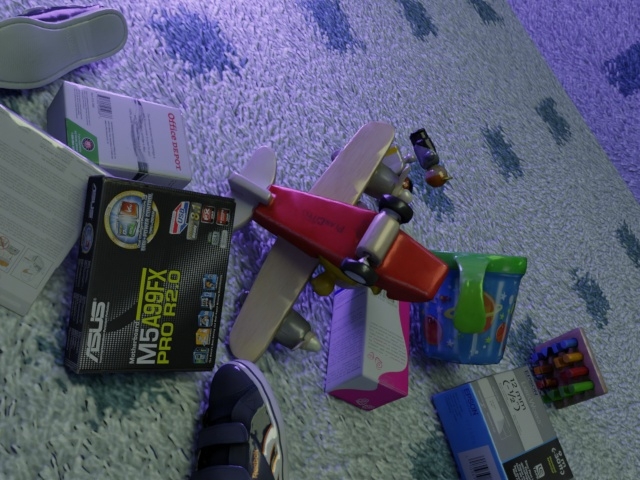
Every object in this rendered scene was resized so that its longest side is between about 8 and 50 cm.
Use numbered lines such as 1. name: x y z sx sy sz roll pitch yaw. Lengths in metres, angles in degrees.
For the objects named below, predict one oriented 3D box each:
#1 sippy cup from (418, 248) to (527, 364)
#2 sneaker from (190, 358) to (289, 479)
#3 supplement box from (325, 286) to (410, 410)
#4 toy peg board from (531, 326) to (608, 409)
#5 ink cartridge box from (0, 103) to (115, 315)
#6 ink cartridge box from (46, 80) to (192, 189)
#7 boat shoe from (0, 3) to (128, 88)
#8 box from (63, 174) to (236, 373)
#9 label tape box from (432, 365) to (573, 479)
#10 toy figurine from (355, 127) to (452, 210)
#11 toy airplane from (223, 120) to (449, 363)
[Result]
1. sippy cup: 0.300 0.136 1.396 0.305 0.240 0.224 4 91 -45
2. sneaker: -0.120 0.329 0.964 0.127 0.126 0.321 6 62 -47
3. supplement box: 0.092 0.188 1.265 0.111 0.114 0.220 30 46 -26
4. toy peg board: 0.573 0.311 1.613 0.079 0.161 0.161 -3 66 -28
5. ink cartridge box: -0.430 -0.043 0.941 0.189 0.066 0.232 34 83 -21
6. ink cartridge box: -0.329 -0.157 1.111 0.208 0.087 0.153 8 59 -39
7. boat shoe: -0.456 -0.321 1.102 0.302 0.091 0.115 -31 131 -50
8. box: -0.243 0.055 0.986 0.216 0.060 0.270 9 88 -41
9. label tape box: 0.418 0.404 1.432 0.347 0.115 0.249 -3 66 -42
10. toy figurine: 0.152 -0.132 1.458 0.213 0.209 0.148 -16 82 -46
11. toy airplane: 0.000 0.000 1.185 0.272 0.385 0.385 54 17 -55
